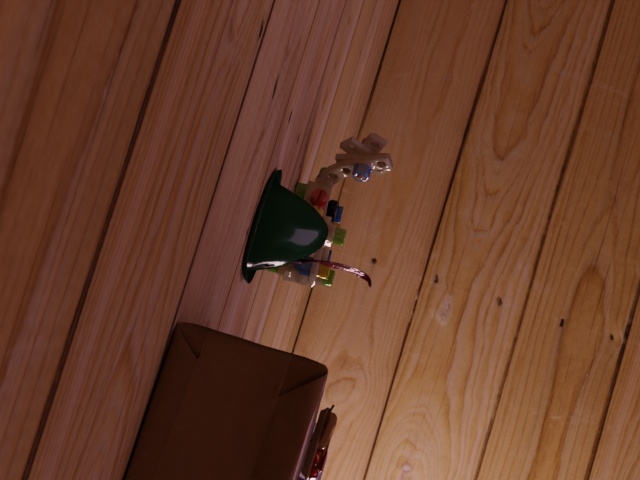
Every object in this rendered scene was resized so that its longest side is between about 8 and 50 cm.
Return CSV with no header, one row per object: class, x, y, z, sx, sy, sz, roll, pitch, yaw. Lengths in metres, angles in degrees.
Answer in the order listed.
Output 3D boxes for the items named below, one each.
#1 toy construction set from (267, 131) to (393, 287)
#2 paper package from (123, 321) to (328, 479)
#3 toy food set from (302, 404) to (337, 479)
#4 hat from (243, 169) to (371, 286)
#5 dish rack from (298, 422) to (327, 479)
toy construction set,0.003,-0.051,1.819,0.328,0.151,0.215,-59,169,-31
paper package,-0.111,0.271,1.160,0.325,0.168,0.310,97,10,-77
toy food set,0.000,0.217,1.094,0.082,0.020,0.083,-43,149,-84
hat,0.000,0.000,1.507,0.208,0.183,0.173,-64,170,-71
dish rack,-0.126,0.406,1.565,0.285,0.072,0.333,40,61,-47
